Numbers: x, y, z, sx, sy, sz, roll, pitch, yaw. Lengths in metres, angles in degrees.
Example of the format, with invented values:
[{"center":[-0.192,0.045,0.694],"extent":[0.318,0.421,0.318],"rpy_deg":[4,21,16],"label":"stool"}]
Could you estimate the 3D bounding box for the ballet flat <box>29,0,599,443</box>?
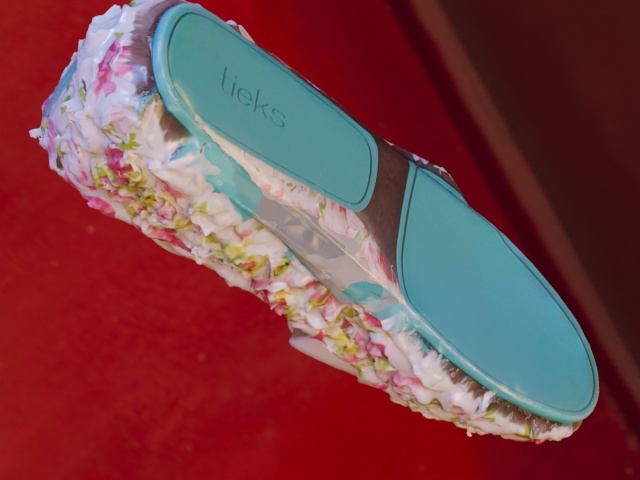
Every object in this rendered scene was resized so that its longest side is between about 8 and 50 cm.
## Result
[{"center":[0.000,0.000,0.620],"extent":[0.241,0.077,0.091],"rpy_deg":[40,45,-28],"label":"ballet flat"}]
